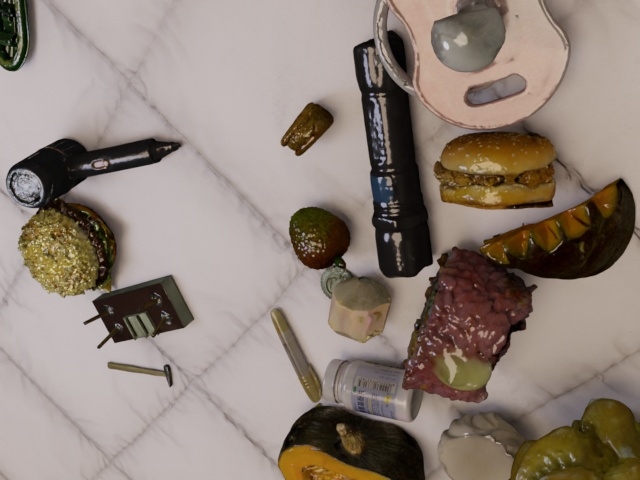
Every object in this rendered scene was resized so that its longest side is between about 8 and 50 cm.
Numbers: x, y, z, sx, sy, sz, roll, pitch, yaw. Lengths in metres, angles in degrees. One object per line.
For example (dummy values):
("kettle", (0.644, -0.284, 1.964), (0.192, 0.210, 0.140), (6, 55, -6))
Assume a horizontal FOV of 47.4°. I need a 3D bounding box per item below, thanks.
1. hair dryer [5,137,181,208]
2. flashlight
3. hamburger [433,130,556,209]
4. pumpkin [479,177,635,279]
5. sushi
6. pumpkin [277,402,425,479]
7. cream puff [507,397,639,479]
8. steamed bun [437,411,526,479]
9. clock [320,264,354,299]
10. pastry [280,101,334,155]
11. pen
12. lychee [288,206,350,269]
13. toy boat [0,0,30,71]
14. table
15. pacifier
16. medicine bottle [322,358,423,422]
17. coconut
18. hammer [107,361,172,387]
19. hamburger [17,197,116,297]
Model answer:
("hair dryer", (-0.456, -0.161, 1.502), (0.352, 0.189, 0.107), (-10, 111, 16))
("flashlight", (0.122, -0.140, 1.254), (0.103, 0.103, 0.424), (1, 112, 27))
("hamburger", (0.268, -0.111, 1.139), (0.191, 0.182, 0.118), (4, 100, 34))
("pumpkin", (0.389, 0.024, 1.169), (0.254, 0.130, 0.149), (-27, 99, 33))
("sushi", (0.246, 0.161, 1.253), (0.171, 0.236, 0.270), (21, 125, 4))
("pumpkin", (0.072, 0.464, 1.548), (0.317, 0.139, 0.221), (15, 123, 21))
("cream puff", (0.452, 0.448, 1.208), (0.276, 0.378, 0.378), (-5, 112, 22))
("steamed bun", (0.323, 0.409, 1.412), (0.183, 0.106, 0.183), (10, 115, 22))
("clock", (0.034, 0.088, 1.457), (0.074, 0.010, 0.083), (34, 125, 7))
("pastry", (-0.024, -0.196, 1.293), (0.057, 0.097, 0.109), (38, 159, -7))
("pen", (-0.050, 0.248, 1.569), (0.040, 0.032, 0.233), (-21, 104, 10))
("lychee", (0.000, 0.000, 1.368), (0.146, 0.114, 0.114), (48, 127, 13))
("toy boat", (-0.648, -0.455, 1.512), (0.104, 0.052, 0.210), (19, 121, 15))
("table", (-0.433, 0.178, 1.682), (0.240, 0.111, 0.121), (-16, 107, 32))
("pacifier", (0.218, -0.311, 1.040), (0.332, 0.220, 0.273), (69, 167, -18))
("medicine bottle", (0.106, 0.298, 1.469), (0.187, 0.103, 0.102), (7, 117, 24))
("coconut", (0.076, 0.124, 1.391), (0.116, 0.116, 0.122), (20, 126, 18))
("hammer", (-0.455, 0.329, 1.829), (0.199, 0.013, 0.062), (3, 115, 26))
("hamburger", (-0.578, 0.019, 1.660), (0.243, 0.139, 0.261), (26, 124, 15))
